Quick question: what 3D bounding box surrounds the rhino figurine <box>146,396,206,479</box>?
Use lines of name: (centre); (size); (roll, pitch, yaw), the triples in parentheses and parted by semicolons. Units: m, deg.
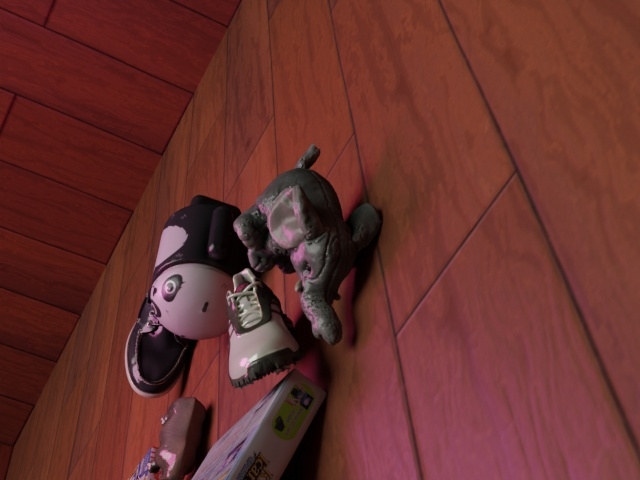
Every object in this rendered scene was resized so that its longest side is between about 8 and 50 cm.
rhino figurine: (-0.244, 0.364, 1.662); (0.106, 0.073, 0.243); (-54, 19, 35)

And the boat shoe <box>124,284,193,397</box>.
boat shoe: (-0.304, 0.153, 1.996); (0.113, 0.127, 0.340); (115, 175, -46)

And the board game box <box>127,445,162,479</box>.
board game box: (-0.337, 0.493, 1.829); (0.193, 0.045, 0.147); (-53, 24, 38)

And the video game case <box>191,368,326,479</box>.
video game case: (-0.121, 0.322, 1.287); (0.269, 0.061, 0.244); (-48, 5, 46)

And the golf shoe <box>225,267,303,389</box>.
golf shoe: (-0.095, 0.121, 1.362); (0.105, 0.120, 0.273); (-24, 10, -2)

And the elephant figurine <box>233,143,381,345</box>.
elephant figurine: (0.000, 0.000, 1.342); (0.169, 0.186, 0.239); (-28, 23, -18)

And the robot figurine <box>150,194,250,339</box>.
robot figurine: (-0.214, 0.046, 1.786); (0.209, 0.173, 0.278); (69, -162, -44)
